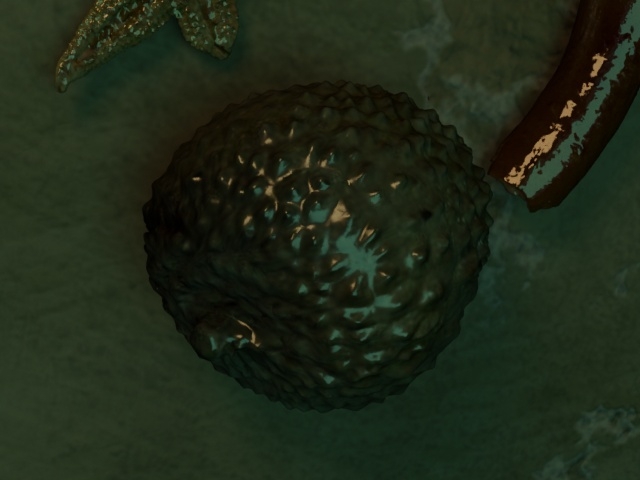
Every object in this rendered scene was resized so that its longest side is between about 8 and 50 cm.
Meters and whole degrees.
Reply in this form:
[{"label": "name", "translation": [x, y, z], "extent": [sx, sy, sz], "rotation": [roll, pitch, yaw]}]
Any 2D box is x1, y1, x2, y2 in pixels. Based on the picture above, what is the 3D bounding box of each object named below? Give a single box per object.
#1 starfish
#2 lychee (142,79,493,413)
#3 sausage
[{"label": "starfish", "translation": [-0.101, -0.243, 0.834], "extent": [0.295, 0.048, 0.231], "rotation": [-30, 115, -10]}, {"label": "lychee", "translation": [0.000, 0.000, 0.858], "extent": [0.274, 0.255, 0.255], "rotation": [-51, 121, -35]}, {"label": "sausage", "translation": [0.240, -0.166, 0.969], "extent": [0.102, 0.076, 0.302], "rotation": [18, 100, -25]}]
